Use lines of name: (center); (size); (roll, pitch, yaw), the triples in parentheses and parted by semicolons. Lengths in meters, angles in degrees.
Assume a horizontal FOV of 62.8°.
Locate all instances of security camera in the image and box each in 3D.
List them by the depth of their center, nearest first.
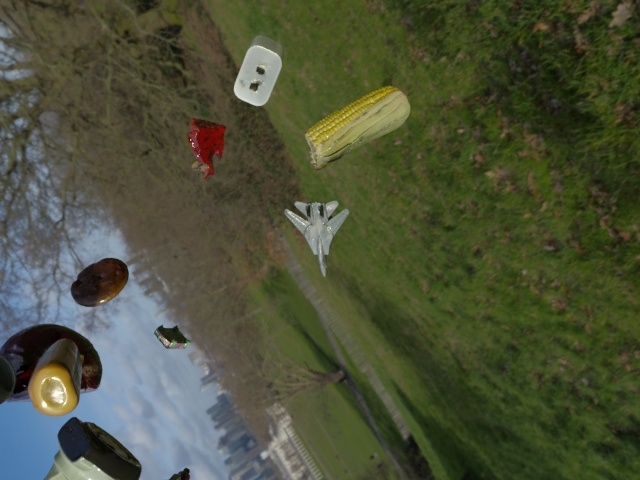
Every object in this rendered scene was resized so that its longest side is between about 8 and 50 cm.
security camera: (-0.554, 0.567, 1.156); (0.197, 0.277, 0.191); (14, 146, 49)

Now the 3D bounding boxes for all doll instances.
doll: (-0.293, 0.499, 1.021); (0.062, 0.104, 0.195); (42, 173, 4)

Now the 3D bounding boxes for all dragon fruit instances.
dragon fruit: (-0.372, -0.295, 1.683); (0.092, 0.122, 0.192); (27, 134, 31)

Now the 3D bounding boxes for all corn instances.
corn: (0.093, -0.291, 1.354); (0.123, 0.305, 0.122); (52, 167, 28)

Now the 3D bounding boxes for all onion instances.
onion: (-0.937, 0.418, 1.814); (0.282, 0.336, 0.260); (-33, 63, 43)

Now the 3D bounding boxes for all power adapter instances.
power adapter: (-0.203, -0.561, 1.749); (0.255, 0.124, 0.187); (-94, 28, -59)

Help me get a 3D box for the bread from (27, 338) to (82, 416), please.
bread: (-0.464, 0.238, 0.925); (0.239, 0.073, 0.093); (0, 108, 67)

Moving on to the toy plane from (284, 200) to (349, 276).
toy plane: (0.003, -0.006, 1.712); (0.088, 0.212, 0.267); (-68, -27, -54)

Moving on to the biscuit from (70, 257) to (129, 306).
biscuit: (-0.759, 0.141, 1.805); (0.212, 0.212, 0.036); (43, 161, 42)

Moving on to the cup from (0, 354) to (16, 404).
cup: (-0.996, 0.426, 1.435); (0.226, 0.264, 0.182); (21, -144, -43)

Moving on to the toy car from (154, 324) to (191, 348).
toy car: (-0.429, 0.283, 1.506); (0.069, 0.055, 0.142); (43, -179, 18)
